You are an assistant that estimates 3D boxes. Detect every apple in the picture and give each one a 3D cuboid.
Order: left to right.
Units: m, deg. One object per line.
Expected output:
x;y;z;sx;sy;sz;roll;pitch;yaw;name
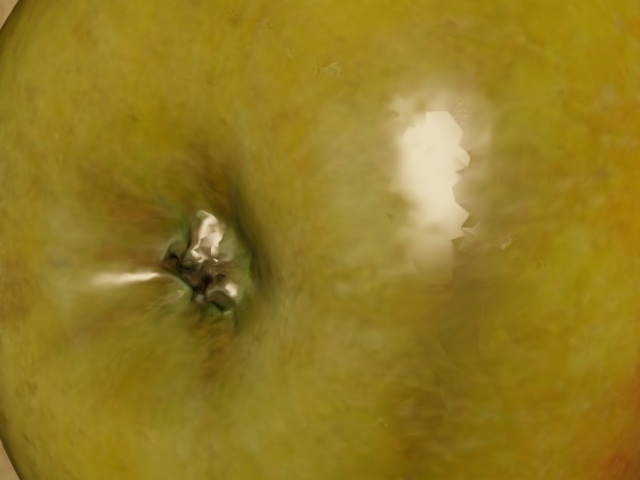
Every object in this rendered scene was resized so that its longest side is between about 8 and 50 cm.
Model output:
0.000;0.000;0.499;0.261;0.194;0.260;5;99;33;apple
